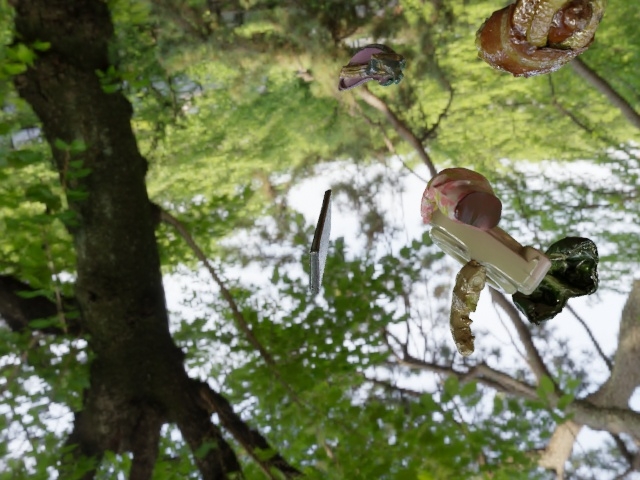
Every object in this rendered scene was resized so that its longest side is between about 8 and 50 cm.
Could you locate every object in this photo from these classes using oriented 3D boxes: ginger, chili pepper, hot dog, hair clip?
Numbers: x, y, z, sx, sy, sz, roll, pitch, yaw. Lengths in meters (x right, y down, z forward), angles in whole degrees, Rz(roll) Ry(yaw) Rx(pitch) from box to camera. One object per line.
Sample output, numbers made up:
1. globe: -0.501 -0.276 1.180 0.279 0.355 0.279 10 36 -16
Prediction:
1. ginger: 0.266 0.121 1.289 0.051 0.173 0.069 1 -176 -30
2. chili pepper: 0.629 0.105 1.860 0.116 0.264 0.148 32 -171 -32
3. hot dog: 0.306 -0.285 0.990 0.146 0.103 0.213 8 178 -7
4. hair clip: 0.121 -0.444 1.794 0.096 0.110 0.359 -11 -167 -12

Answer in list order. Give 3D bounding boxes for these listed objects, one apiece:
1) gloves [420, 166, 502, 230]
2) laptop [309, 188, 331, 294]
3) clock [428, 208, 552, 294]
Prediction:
1. gloves: 0.266 -0.086 1.367 0.145 0.126 0.241 -10 -156 -7
2. laptop: 0.000 0.000 1.612 0.026 0.154 0.207 6 -133 6
3. clock: 0.373 0.017 1.630 0.284 0.114 0.309 36 180 9
